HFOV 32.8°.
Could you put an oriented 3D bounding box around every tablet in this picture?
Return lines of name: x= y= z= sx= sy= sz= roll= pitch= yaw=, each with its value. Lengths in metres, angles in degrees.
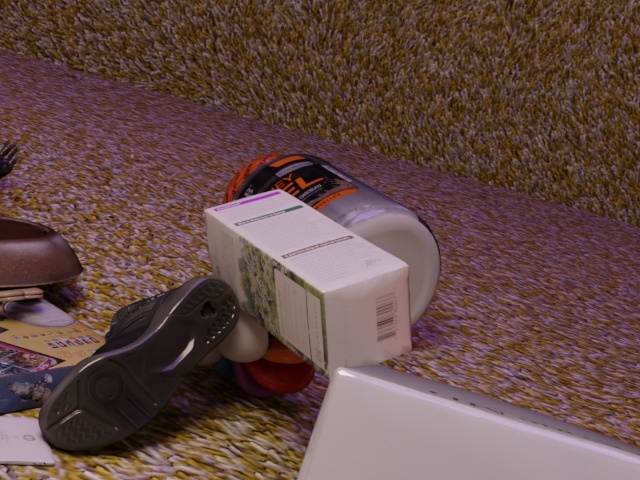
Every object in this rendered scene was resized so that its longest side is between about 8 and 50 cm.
tablet: x=-0.273 y=0.180 z=0.984 sx=0.054 sy=0.006 sz=0.083 roll=8 pitch=16 yaw=-26

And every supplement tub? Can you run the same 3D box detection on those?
supplement tub: x=0.000 y=0.000 z=1.545 sx=0.207 sy=0.207 sz=0.338 roll=6 pitch=16 yaw=-32

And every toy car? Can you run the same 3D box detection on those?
toy car: x=-0.065 y=0.108 z=1.209 sx=0.159 sy=0.136 sz=0.182 roll=-27 pitch=10 yaw=-40

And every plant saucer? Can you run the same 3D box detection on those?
plant saucer: x=-0.440 y=0.002 z=1.299 sx=0.311 sy=0.050 sz=0.310 roll=6 pitch=7 yaw=-1

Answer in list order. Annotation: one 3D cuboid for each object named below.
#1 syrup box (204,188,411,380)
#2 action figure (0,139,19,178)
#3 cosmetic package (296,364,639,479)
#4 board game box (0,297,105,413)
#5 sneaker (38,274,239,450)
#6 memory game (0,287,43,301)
syrup box: x=-0.018 y=0.034 z=1.053 sx=0.096 sy=0.093 sz=0.237 roll=-17 pitch=28 yaw=-26
action figure: x=-0.551 y=-0.122 z=1.584 sx=0.164 sy=0.141 sz=0.275 roll=27 pitch=13 yaw=0
cosmetic package: x=0.112 y=0.193 z=0.759 sx=0.230 sy=0.161 sz=0.453 roll=17 pitch=-4 yaw=7
board game box: x=-0.335 y=0.116 z=1.093 sx=0.165 sy=0.042 sz=0.243 roll=26 pitch=17 yaw=35
sneaker: x=-0.189 y=0.125 z=1.071 sx=0.227 sy=0.087 sz=0.130 roll=-45 pitch=12 yaw=-31
memory game: x=-0.390 y=0.061 z=1.164 sx=0.186 sy=0.012 sz=0.186 roll=-4 pitch=0 yaw=0
